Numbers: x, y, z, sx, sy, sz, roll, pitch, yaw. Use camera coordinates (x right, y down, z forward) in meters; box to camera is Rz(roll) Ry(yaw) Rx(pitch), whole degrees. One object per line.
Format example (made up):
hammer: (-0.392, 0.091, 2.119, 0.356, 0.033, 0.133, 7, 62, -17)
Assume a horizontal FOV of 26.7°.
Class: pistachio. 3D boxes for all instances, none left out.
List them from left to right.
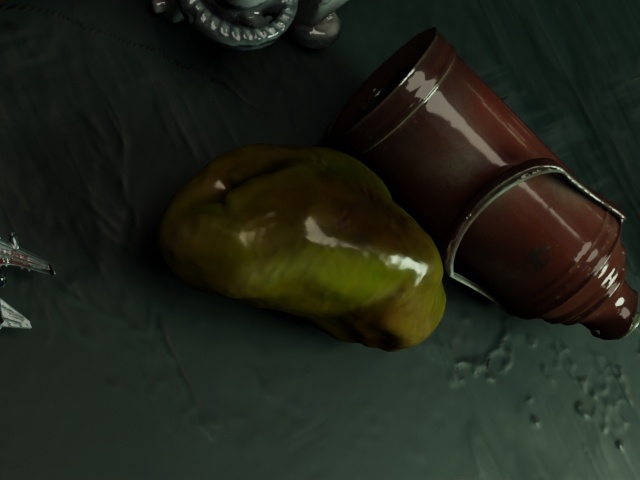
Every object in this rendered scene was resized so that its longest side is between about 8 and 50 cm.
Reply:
pistachio: (0.001, -0.002, 0.765, 0.189, 0.100, 0.110, 19, 48, -26)

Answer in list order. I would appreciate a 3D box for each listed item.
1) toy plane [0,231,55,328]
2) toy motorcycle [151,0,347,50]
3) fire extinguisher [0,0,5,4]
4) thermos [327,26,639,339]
toy plane: (-0.177, 0.011, 0.687, 0.078, 0.031, 0.083, -17, 83, -36)
toy motorcycle: (-0.014, -0.224, 0.841, 0.171, 0.110, 0.260, 46, 61, 9)
fire extinguisher: (-0.205, -0.165, 0.685, 0.141, 0.105, 0.341, 51, 57, -9)
thermos: (0.119, -0.022, 0.854, 0.232, 0.099, 0.124, 42, 15, -14)
